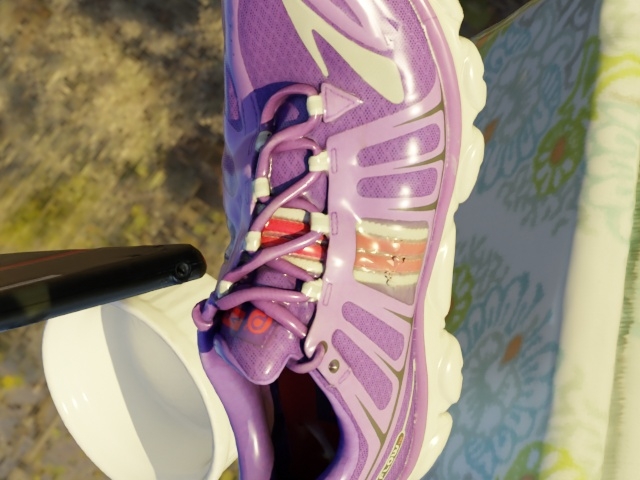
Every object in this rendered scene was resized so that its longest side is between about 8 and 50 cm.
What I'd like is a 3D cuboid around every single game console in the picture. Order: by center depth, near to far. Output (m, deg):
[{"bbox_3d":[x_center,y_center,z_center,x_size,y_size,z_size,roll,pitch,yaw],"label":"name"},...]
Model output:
[{"bbox_3d":[-0.338,0.067,1.146,0.342,0.387,0.060,-2,99,44],"label":"game console"}]

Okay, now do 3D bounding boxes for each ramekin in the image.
[{"bbox_3d":[-0.183,0.158,1.606,0.277,0.135,0.277,20,125,31],"label":"ramekin"}]

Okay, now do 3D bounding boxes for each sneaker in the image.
[{"bbox_3d":[0.000,0.000,0.341,0.068,0.071,0.169,6,111,31],"label":"sneaker"}]

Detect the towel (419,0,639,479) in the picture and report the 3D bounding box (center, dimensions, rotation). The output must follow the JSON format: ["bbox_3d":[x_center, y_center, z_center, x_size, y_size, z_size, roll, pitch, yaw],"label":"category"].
[{"bbox_3d":[0.088,0.039,0.795,0.090,0.374,0.320,22,157,-24],"label":"towel"}]
